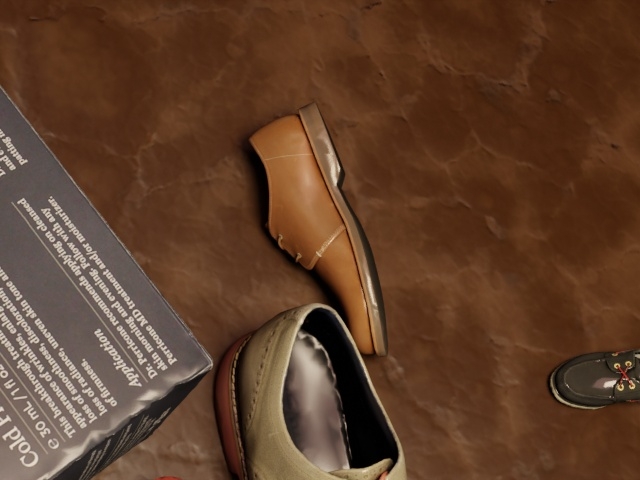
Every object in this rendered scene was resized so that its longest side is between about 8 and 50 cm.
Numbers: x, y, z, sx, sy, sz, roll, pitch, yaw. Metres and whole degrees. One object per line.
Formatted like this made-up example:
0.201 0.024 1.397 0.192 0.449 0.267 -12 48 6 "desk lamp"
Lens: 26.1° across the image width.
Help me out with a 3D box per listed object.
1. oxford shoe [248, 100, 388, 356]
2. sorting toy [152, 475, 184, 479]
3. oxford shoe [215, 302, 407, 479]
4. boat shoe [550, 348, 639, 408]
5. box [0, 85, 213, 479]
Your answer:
0.000 0.000 1.106 0.076 0.076 0.212 -21 78 2 "oxford shoe"
-0.093 0.213 0.985 0.061 0.042 0.102 -25 91 -14 "sorting toy"
0.011 0.212 0.970 0.123 0.130 0.348 -12 73 -26 "oxford shoe"
0.257 0.114 1.167 0.133 0.042 0.049 -1 71 -21 "boat shoe"
-0.307 0.055 0.880 0.312 0.179 0.343 -34 84 -31 "box"
